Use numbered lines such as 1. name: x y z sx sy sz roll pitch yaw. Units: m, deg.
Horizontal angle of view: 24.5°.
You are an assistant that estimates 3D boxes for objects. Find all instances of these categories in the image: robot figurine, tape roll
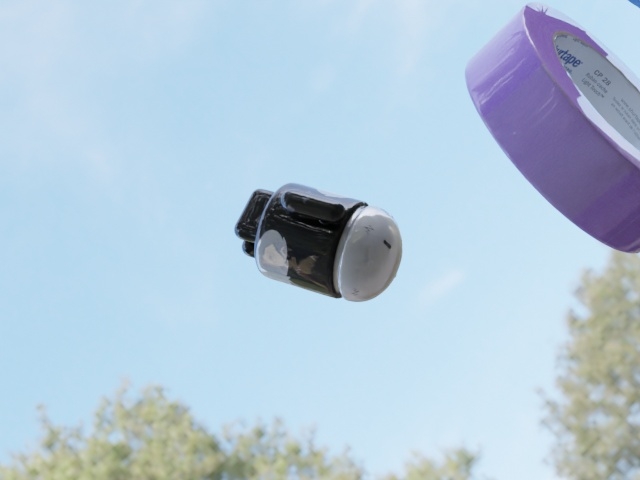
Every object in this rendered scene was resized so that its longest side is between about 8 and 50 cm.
1. robot figurine: 0.001 -0.001 2.461 0.209 0.278 0.173 -16 -61 -65
2. tape roll: 0.279 -0.119 1.542 0.090 0.274 0.275 -43 -24 26

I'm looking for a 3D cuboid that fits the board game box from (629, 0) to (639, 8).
1. board game box: 0.470 -0.458 1.693 0.086 0.308 0.302 26 -31 -27
